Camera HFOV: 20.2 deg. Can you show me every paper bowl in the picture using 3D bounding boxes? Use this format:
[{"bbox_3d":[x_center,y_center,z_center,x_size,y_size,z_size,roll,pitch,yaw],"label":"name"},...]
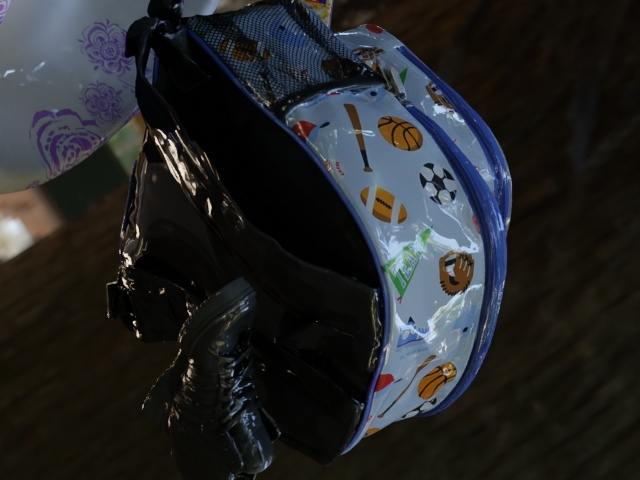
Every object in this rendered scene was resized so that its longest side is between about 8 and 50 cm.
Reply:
[{"bbox_3d":[-0.182,-0.182,1.144,0.148,0.284,0.284,37,-9,16],"label":"paper bowl"}]

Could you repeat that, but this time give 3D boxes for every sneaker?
[{"bbox_3d":[-0.053,0.099,1.071,0.089,0.051,0.170,46,-42,13],"label":"sneaker"}]

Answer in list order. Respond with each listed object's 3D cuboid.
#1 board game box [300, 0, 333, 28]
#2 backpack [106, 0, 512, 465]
[{"bbox_3d":[-0.025,-0.113,1.591,0.147,0.045,0.194,99,0,-63],"label":"board game box"},{"bbox_3d":[0.000,0.000,1.158,0.263,0.213,0.277,52,-33,36],"label":"backpack"}]
